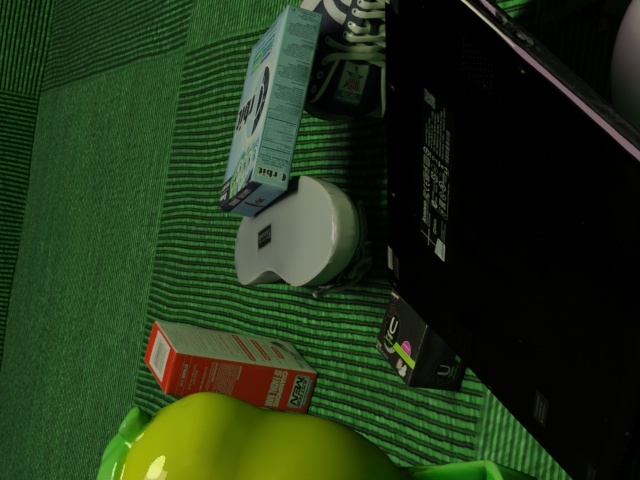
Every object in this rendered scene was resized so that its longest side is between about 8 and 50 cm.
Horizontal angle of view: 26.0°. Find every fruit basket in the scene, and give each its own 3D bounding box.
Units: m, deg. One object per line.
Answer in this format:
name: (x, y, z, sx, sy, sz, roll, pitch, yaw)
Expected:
fruit basket: (0.029, 0.249, 0.901, 0.392, 0.392, 0.283, 159, 117, -63)

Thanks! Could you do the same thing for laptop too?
laptop: (0.170, -0.095, 0.973, 0.408, 0.236, 0.382, 48, 160, 29)

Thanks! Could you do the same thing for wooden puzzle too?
wooden puzzle: (0.234, -0.202, 1.086, 0.049, 0.006, 0.083, -131, 54, -60)

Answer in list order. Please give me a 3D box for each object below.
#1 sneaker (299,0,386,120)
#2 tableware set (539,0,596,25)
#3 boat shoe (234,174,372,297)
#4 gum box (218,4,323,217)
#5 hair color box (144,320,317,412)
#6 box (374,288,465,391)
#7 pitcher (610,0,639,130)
sneaker: (0.049, -0.222, 1.393, 0.282, 0.099, 0.153, 133, 143, -60)
tableware set: (0.219, -0.257, 1.084, 0.194, 0.039, 0.128, -17, 61, 64)
boat shoe: (0.000, 0.004, 1.421, 0.306, 0.104, 0.113, 150, 122, -68)
gum box: (-0.053, -0.128, 1.418, 0.157, 0.041, 0.184, 151, 132, -71)
hair color box: (-0.098, 0.138, 1.511, 0.093, 0.167, 0.053, 41, 118, 62)
box: (0.093, 0.089, 1.243, 0.083, 0.052, 0.062, -132, 54, -62)
pitcher: (0.270, -0.065, 0.842, 0.177, 0.125, 0.207, -20, 73, 42)
